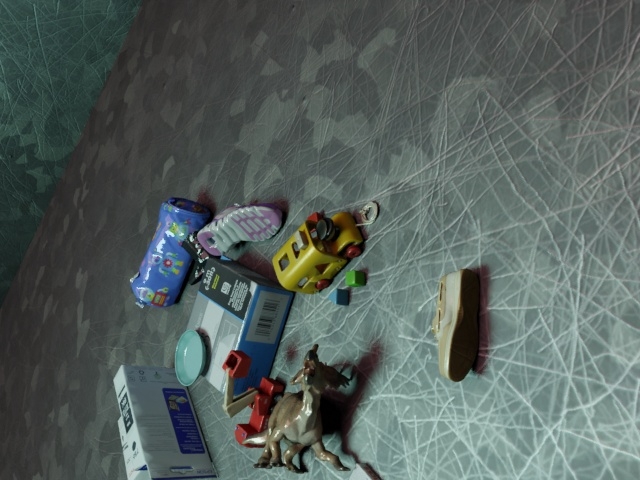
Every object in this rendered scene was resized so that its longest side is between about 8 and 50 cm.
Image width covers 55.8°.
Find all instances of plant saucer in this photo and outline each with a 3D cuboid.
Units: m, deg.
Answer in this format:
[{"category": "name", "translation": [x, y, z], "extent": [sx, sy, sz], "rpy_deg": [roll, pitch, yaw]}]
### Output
[{"category": "plant saucer", "translation": [-0.277, 0.253, 1.307], "extent": [0.119, 0.021, 0.119], "rpy_deg": [-16, 69, 47]}]

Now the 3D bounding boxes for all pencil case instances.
[{"category": "pencil case", "translation": [-0.406, 0.032, 1.618], "extent": [0.306, 0.133, 0.119], "rpy_deg": [-66, 17, 10]}]

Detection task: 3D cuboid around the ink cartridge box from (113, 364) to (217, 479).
[{"category": "ink cartridge box", "translation": [-0.370, 0.435, 1.415], "extent": [0.065, 0.165, 0.333], "rpy_deg": [-57, 41, 21]}]

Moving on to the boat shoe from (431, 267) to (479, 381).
[{"category": "boat shoe", "translation": [0.199, 0.127, 0.912], "extent": [0.059, 0.063, 0.170], "rpy_deg": [-11, 60, 51]}]

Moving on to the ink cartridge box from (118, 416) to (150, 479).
[{"category": "ink cartridge box", "translation": [-0.442, 0.504, 1.548], "extent": [0.139, 0.082, 0.191], "rpy_deg": [-53, 42, 25]}]

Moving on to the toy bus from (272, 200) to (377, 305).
[{"category": "toy bus", "translation": [-0.005, 0.012, 1.157], "extent": [0.191, 0.104, 0.202], "rpy_deg": [5, 83, 51]}]

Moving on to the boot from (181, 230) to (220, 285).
[{"category": "boot", "translation": [-0.320, 0.043, 1.544], "extent": [0.099, 0.045, 0.121], "rpy_deg": [48, 114, 11]}]

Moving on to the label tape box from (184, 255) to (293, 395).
[{"category": "label tape box", "translation": [-0.222, 0.174, 1.367], "extent": [0.333, 0.106, 0.241], "rpy_deg": [20, 94, 51]}]

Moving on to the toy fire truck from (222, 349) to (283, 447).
[{"category": "toy fire truck", "translation": [-0.145, 0.320, 1.202], "extent": [0.047, 0.135, 0.192], "rpy_deg": [21, 95, 51]}]

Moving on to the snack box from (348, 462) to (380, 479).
[{"category": "snack box", "translation": [0.102, 0.435, 0.956], "extent": [0.178, 0.022, 0.064], "rpy_deg": [35, 105, 50]}]

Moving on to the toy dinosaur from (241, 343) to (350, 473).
[{"category": "toy dinosaur", "translation": [-0.039, 0.311, 1.098], "extent": [0.295, 0.127, 0.200], "rpy_deg": [-36, 44, 54]}]

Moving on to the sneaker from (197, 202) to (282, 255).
[{"category": "sneaker", "translation": [-0.181, -0.047, 1.408], "extent": [0.236, 0.095, 0.104], "rpy_deg": [-18, 30, 35]}]
